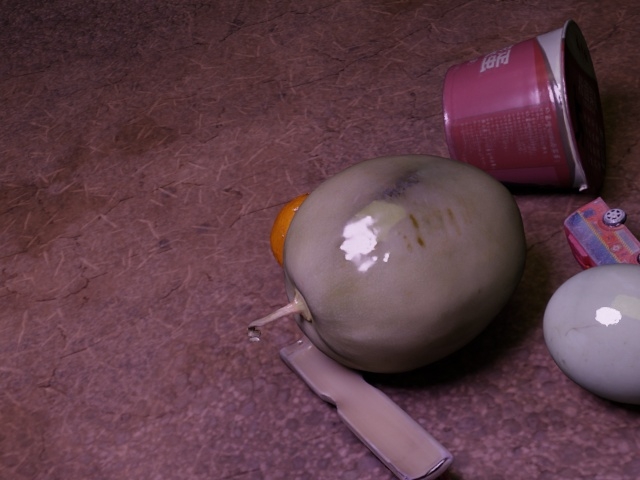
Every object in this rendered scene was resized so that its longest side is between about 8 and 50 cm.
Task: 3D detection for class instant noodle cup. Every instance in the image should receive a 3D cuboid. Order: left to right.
[{"bbox_3d":[0.279,-0.169,1.420,0.178,0.235,0.235,-8,38,25],"label":"instant noodle cup"}]

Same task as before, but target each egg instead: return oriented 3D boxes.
[{"bbox_3d":[0.335,0.101,1.113,0.192,0.149,0.149,14,47,24],"label":"egg"}]

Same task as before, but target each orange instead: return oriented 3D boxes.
[{"bbox_3d":[0.002,0.001,1.388,0.135,0.117,0.136,-9,53,12],"label":"orange"}]

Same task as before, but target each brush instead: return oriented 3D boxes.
[{"bbox_3d":[0.047,0.194,1.193,0.060,0.050,0.321,-31,33,-14],"label":"brush"}]

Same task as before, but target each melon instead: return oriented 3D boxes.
[{"bbox_3d":[0.093,0.022,1.218,0.271,0.272,0.308,17,41,35],"label":"melon"}]

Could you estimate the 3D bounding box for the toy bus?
[{"bbox_3d":[0.365,0.025,1.267,0.077,0.065,0.192,-25,38,0],"label":"toy bus"}]
